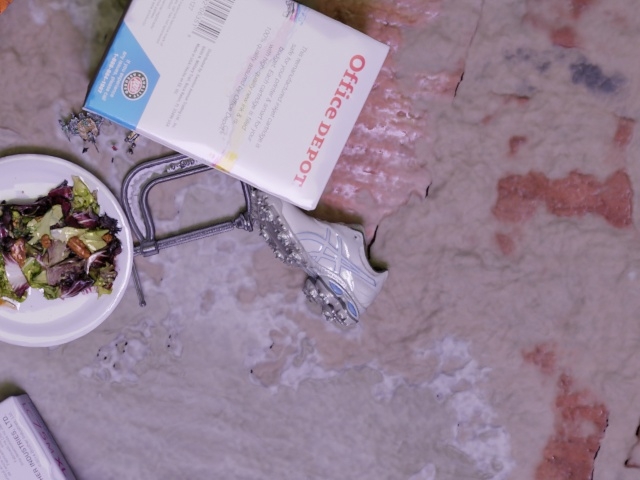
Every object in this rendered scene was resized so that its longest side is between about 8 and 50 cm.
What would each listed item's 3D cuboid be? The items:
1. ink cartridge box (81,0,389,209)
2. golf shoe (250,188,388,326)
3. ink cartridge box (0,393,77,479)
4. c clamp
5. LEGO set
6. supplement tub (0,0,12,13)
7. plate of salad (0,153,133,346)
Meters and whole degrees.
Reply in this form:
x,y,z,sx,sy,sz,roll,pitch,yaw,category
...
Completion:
x,y,z,sx,sy,sz,roll,pitch,yaw,category
-0.081,-0.158,1.589,0.232,0.168,0.171,25,96,-10,ink cartridge box
0.000,0.000,1.701,0.086,0.069,0.176,-44,116,-15,golf shoe
-0.388,0.313,1.723,0.311,0.065,0.186,-31,86,2,ink cartridge box
-0.131,-0.024,1.704,0.160,0.022,0.137,-20,100,2,c clamp
-0.220,-0.110,1.675,0.083,0.023,0.054,32,102,-25,LEGO set
-0.382,-0.260,1.570,0.190,0.117,0.117,43,98,-13,supplement tub
-0.287,0.013,1.681,0.199,0.048,0.200,0,103,-2,plate of salad
